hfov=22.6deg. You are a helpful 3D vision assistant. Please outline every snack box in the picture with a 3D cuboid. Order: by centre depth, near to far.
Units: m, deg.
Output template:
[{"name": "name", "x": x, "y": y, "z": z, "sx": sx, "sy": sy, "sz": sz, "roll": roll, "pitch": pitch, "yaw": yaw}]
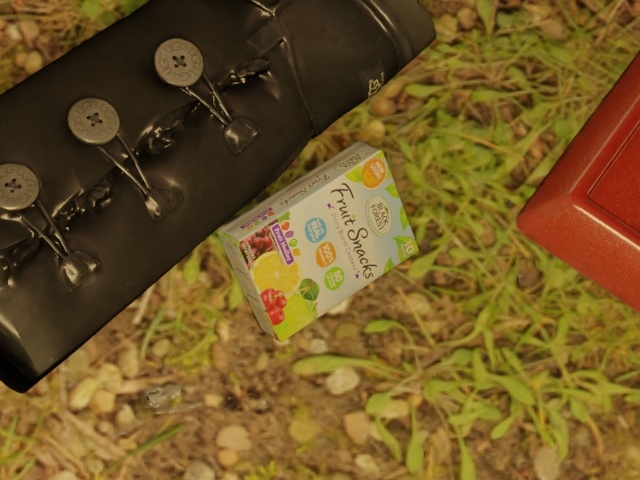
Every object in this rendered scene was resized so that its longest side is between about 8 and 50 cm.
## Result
[{"name": "snack box", "x": 0.000, "y": 0.000, "z": 1.260, "sx": 0.141, "sy": 0.100, "sz": 0.037, "roll": -33, "pitch": 32, "yaw": -19}]

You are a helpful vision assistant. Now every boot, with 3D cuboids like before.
[{"name": "boot", "x": -0.186, "y": -0.145, "z": 1.290, "sx": 0.445, "sy": 0.146, "sz": 0.367, "roll": -42, "pitch": 75, "yaw": -16}]

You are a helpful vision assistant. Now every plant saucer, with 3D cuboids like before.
[{"name": "plant saucer", "x": 0.338, "y": -0.041, "z": 1.342, "sx": 0.259, "sy": 0.047, "sz": 0.258, "roll": 35, "pitch": 68, "yaw": 8}]
